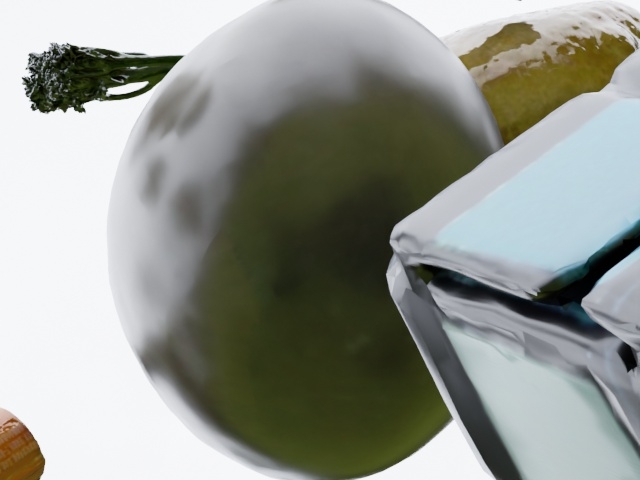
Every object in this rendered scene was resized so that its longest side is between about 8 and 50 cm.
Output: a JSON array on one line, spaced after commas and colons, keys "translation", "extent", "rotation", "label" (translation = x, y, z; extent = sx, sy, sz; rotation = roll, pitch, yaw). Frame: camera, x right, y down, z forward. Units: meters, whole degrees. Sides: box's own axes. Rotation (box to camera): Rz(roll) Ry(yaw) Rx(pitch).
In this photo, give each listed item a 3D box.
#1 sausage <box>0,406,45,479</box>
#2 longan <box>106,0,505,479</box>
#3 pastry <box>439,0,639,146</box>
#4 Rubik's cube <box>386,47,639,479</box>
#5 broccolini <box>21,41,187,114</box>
[{"translation": [-0.375, 0.251, 1.233], "extent": [0.312, 0.093, 0.093], "rotation": [-34, -25, -52], "label": "sausage"}, {"translation": [0.000, 0.000, 0.852], "extent": [0.300, 0.243, 0.300], "rotation": [21, -90, -80], "label": "longan"}, {"translation": [0.124, -0.092, 1.164], "extent": [0.356, 0.164, 0.356], "rotation": [-10, 1, 0], "label": "pastry"}, {"translation": [0.239, 0.056, 0.417], "extent": [0.283, 0.288, 0.293], "rotation": [-34, -65, -17], "label": "Rubik's cube"}, {"translation": [-0.156, -0.139, 1.237], "extent": [0.201, 0.058, 0.074], "rotation": [0, -3, -22], "label": "broccolini"}]
